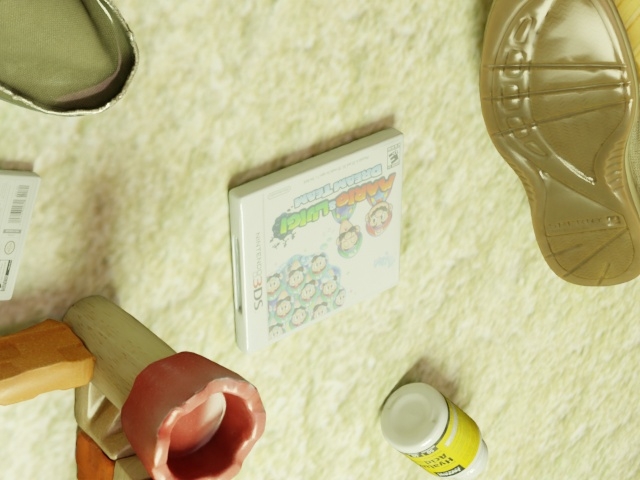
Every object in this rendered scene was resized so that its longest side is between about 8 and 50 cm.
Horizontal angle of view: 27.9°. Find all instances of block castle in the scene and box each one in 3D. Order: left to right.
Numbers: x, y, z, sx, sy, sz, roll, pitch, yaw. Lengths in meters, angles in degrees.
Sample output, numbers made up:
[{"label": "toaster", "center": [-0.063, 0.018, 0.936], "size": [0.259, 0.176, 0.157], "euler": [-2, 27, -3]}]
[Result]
[{"label": "block castle", "center": [-0.199, 0.286, 0.842], "size": [0.303, 0.213, 0.453], "euler": [-12, 122, -38]}]

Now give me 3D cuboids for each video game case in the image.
[{"label": "video game case", "center": [-0.234, -0.004, 0.780], "size": [0.122, 0.011, 0.087], "euler": [1, 114, -43]}, {"label": "video game case", "center": [0.000, 0.000, 0.993], "size": [0.157, 0.019, 0.143], "euler": [-24, 129, -31]}]

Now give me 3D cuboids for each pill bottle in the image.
[{"label": "pill bottle", "center": [0.108, 0.178, 1.169], "size": [0.065, 0.065, 0.116], "euler": [-53, 138, -3]}]

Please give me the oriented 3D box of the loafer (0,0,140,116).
[{"label": "loafer", "center": [-0.184, -0.133, 0.689], "size": [0.251, 0.087, 0.094], "euler": [34, 90, -48]}]

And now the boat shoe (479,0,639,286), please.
[{"label": "boat shoe", "center": [0.208, -0.107, 1.066], "size": [0.341, 0.121, 0.110], "euler": [70, 27, -45]}]

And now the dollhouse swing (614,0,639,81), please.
[{"label": "dollhouse swing", "center": [0.430, -0.253, 1.031], "size": [0.347, 0.315, 0.305], "euler": [37, 77, -55]}]
